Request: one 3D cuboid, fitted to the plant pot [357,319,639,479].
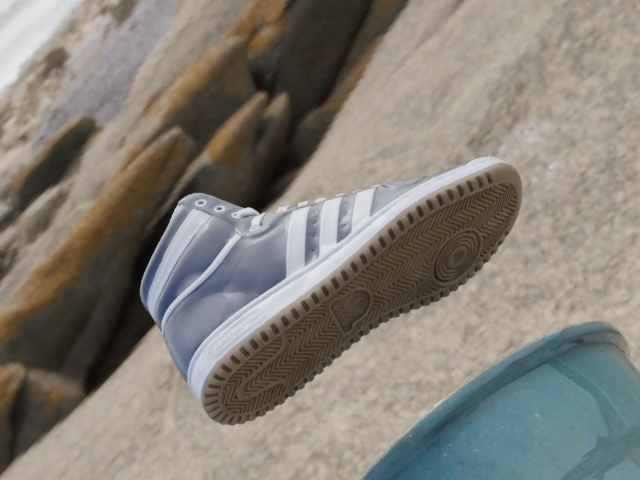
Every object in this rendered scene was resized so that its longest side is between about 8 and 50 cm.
[{"bbox_3d":[0.205,0.289,0.752,0.341,0.341,0.334,-44,59,-3],"label":"plant pot"}]

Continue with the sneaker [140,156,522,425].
[{"bbox_3d":[0.000,0.000,0.811,0.282,0.099,0.153,-33,45,-14],"label":"sneaker"}]
